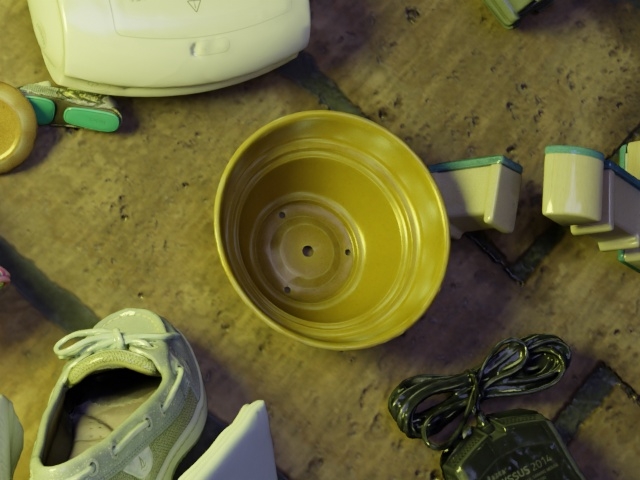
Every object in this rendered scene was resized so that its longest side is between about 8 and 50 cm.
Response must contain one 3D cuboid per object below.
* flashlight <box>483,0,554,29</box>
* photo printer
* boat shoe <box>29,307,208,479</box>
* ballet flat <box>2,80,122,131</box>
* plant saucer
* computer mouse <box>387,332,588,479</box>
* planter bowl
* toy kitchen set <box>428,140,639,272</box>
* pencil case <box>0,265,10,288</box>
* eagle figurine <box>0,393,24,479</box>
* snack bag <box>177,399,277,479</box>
[{"bbox_3d":[0.133,-0.354,1.651,0.103,0.103,0.304,-29,84,-49],"label":"flashlight"},{"bbox_3d":[-0.150,-0.280,1.528,0.256,0.107,0.308,-10,78,-24],"label":"photo printer"},{"bbox_3d":[-0.163,0.133,1.323,0.118,0.320,0.103,-8,116,10],"label":"boat shoe"},{"bbox_3d":[-0.232,-0.121,1.501,0.114,0.041,0.041,8,73,-16],"label":"ballet flat"},{"bbox_3d":[-0.287,-0.097,1.462,0.083,0.015,0.083,0,100,-2],"label":"plant saucer"},{"bbox_3d":[0.188,0.230,1.528,0.188,0.072,0.272,-19,70,-20],"label":"computer mouse"},{"bbox_3d":[0.000,0.000,1.511,0.217,0.090,0.217,5,74,-17],"label":"planter bowl"},{"bbox_3d":[0.226,-0.048,1.617,0.207,0.166,0.122,26,64,-50],"label":"toy kitchen set"},{"bbox_3d":[-0.376,-0.047,1.385,0.124,0.124,0.284,-33,88,-23],"label":"pencil case"},{"bbox_3d":[-0.244,0.294,1.303,0.298,0.225,0.226,39,54,7],"label":"eagle figurine"},{"bbox_3d":[-0.115,0.335,1.242,0.037,0.323,0.342,13,37,27],"label":"snack bag"}]
